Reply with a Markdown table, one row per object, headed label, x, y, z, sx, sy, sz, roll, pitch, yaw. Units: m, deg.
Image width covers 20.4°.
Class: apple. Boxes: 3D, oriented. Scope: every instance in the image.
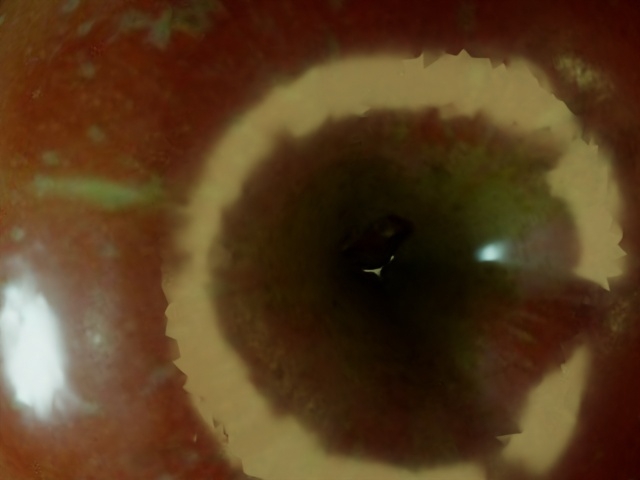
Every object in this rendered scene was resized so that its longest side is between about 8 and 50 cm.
| label | x | y | z | sx | sy | sz | roll | pitch | yaw |
| --- | --- | --- | --- | --- | --- | --- | --- | --- | --- |
| apple | 0.000 | 0.000 | 0.569 | 0.260 | 0.216 | 0.260 | -2 | 97 | -16 |
